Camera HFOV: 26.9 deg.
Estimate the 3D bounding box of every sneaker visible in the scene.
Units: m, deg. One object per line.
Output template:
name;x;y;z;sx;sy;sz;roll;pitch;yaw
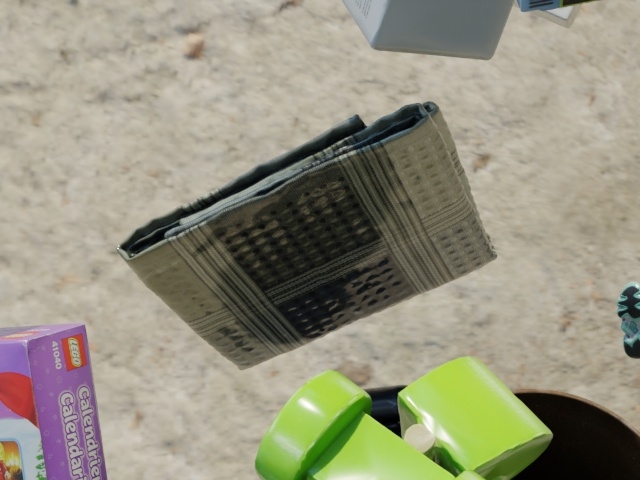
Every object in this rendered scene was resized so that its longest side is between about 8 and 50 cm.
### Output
sneaker;0.381;0.085;1.586;0.038;0.069;0.098;11;118;33

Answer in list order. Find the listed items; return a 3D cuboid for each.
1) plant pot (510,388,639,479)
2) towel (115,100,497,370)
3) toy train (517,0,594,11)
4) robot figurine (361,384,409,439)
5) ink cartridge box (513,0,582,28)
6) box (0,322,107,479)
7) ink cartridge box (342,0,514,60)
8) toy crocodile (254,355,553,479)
plant pot;0.170;0.274;1.131;0.215;0.230;0.215;2;55;-3
towel;0.000;0.000;1.292;0.312;0.324;0.056;-24;61;6
toy train;0.179;-0.188;0.716;0.184;0.105;0.080;-12;60;-2
robot figurine;0.088;0.276;1.397;0.278;0.174;0.209;-8;57;44
ink cartridge box;0.268;-0.371;1.497;0.134;0.078;0.231;26;97;11
box;-0.263;0.161;0.853;0.293;0.057;0.200;-5;95;30
ink cartridge box;0.075;-0.302;1.099;0.273;0.114;0.197;-116;36;-48
toy crocodile;-0.013;0.175;0.631;0.115;0.105;0.340;33;60;21
